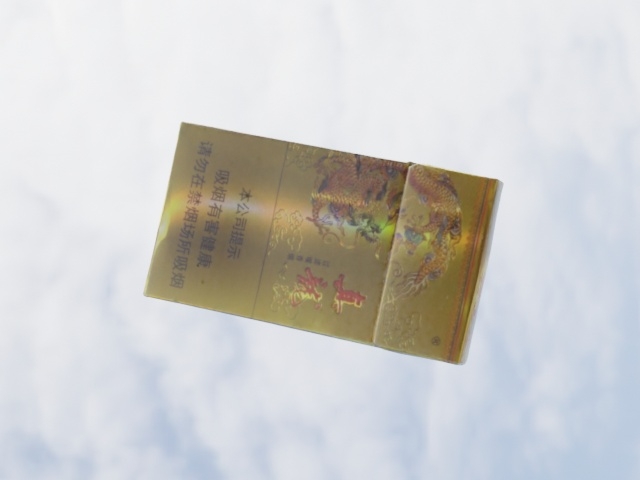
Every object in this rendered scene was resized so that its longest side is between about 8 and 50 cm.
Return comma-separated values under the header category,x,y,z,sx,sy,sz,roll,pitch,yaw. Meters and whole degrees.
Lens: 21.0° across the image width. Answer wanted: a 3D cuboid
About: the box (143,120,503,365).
category,x,y,z,sx,sy,sz,roll,pitch,yaw
box,0.000,0.000,0.792,0.022,0.156,0.089,12,-89,-72
